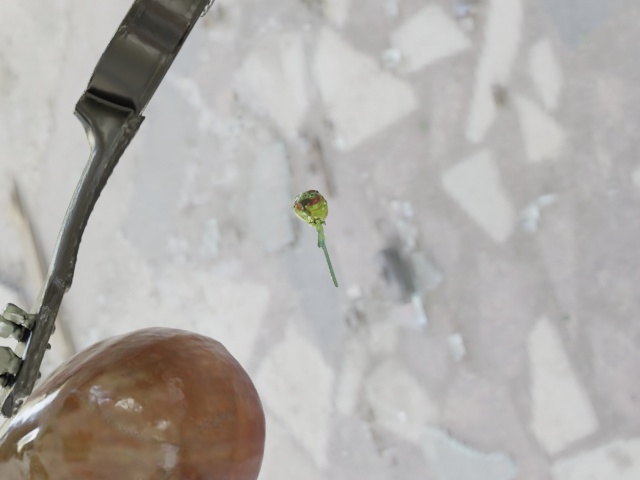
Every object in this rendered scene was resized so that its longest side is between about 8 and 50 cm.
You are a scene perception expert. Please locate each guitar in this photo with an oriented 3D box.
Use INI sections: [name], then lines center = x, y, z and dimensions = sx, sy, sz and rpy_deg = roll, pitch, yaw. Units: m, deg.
[guitar]
center = -0.098, -0.041, 0.800
dimensions = 0.038, 0.271, 0.084
rpy_deg = 27, 149, -8

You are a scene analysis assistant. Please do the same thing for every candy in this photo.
[candy]
center = 0.000, 0.000, 1.953
dimensions = 0.035, 0.035, 0.123
rpy_deg = 21, 136, 49

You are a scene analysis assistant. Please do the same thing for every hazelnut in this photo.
[hazelnut]
center = -0.144, 0.160, 1.339
dimensions = 0.176, 0.214, 0.214
rpy_deg = 62, 142, 21
